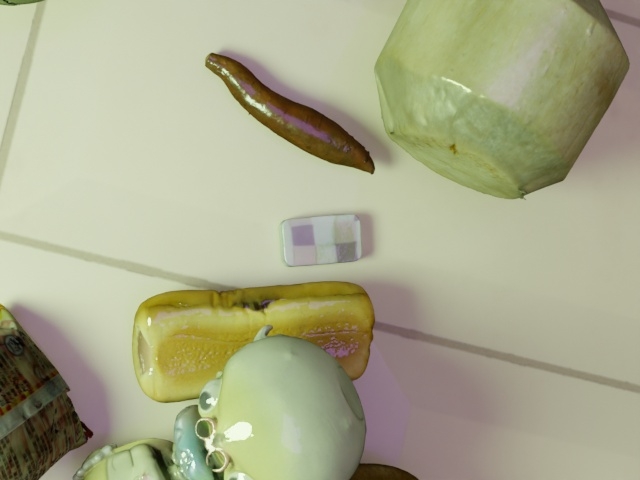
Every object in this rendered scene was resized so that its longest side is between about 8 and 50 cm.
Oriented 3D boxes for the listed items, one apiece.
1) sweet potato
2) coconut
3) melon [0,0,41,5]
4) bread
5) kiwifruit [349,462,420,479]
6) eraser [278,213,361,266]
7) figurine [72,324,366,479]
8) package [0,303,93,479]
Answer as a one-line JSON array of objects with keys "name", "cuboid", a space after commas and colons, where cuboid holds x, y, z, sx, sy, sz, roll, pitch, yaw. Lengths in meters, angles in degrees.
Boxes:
[{"name": "sweet potato", "cuboid": [-0.040, -0.158, 1.705, 0.264, 0.057, 0.057, 31, 82, -10]}, {"name": "coconut", "cuboid": [0.230, -0.221, 1.658, 0.323, 0.323, 0.323, 0, 89, -14]}, {"name": "melon", "cuboid": [-0.345, -0.426, 1.524, 0.268, 0.268, 0.330, 25, 91, -12]}, {"name": "bread", "cuboid": [-0.085, 0.124, 1.669, 0.305, 0.091, 0.142, -3, 107, -14]}, {"name": "kiwifruit", "cuboid": [0.048, 0.380, 1.651, 0.234, 0.196, 0.196, -2, 90, -20]}, {"name": "eraser", "cuboid": [0.000, 0.000, 1.726, 0.105, 0.026, 0.065, -3, 87, -14]}, {"name": "figurine", "cuboid": [-0.124, 0.267, 1.602, 0.394, 0.274, 0.227, -27, 71, 14]}, {"name": "package", "cuboid": [-0.376, 0.193, 1.514, 0.108, 0.288, 0.223, -28, 98, 21]}]
